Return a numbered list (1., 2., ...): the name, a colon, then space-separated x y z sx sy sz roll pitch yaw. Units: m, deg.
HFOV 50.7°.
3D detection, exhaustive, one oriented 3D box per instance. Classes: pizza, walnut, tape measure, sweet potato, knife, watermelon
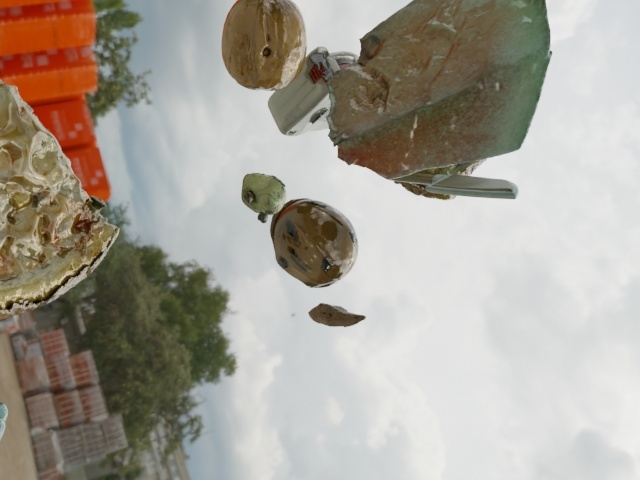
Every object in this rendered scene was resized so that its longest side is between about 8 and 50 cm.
1. pizza: -0.515 -0.028 1.221 0.392 0.080 0.435 37 59 -60
2. walnut: -0.128 -0.451 1.535 0.195 0.195 0.221 48 -41 46
3. tape measure: 0.009 -0.376 1.737 0.258 0.265 0.130 -37 -106 44
4. sweet potato: 0.037 0.202 1.821 0.206 0.060 0.068 4 -60 38
5. knife: 0.204 -0.090 1.109 0.343 0.061 0.027 16 -53 59
6. watermelon: 0.159 -0.213 0.879 0.151 0.302 0.264 48 23 -40

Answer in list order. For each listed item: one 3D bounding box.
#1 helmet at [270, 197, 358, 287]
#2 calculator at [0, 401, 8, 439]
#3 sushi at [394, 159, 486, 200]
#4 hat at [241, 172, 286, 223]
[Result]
1. helmet: 0.000 0.000 1.560 0.224 0.198 0.130 52 -27 -12
2. calculator: -0.451 0.286 0.771 0.299 0.041 0.185 -44 -153 19
3. sushi: 0.217 -0.183 1.316 0.274 0.184 0.139 34 -7 30
4. hat: -0.099 -0.072 1.138 0.077 0.076 0.059 84 21 -54
